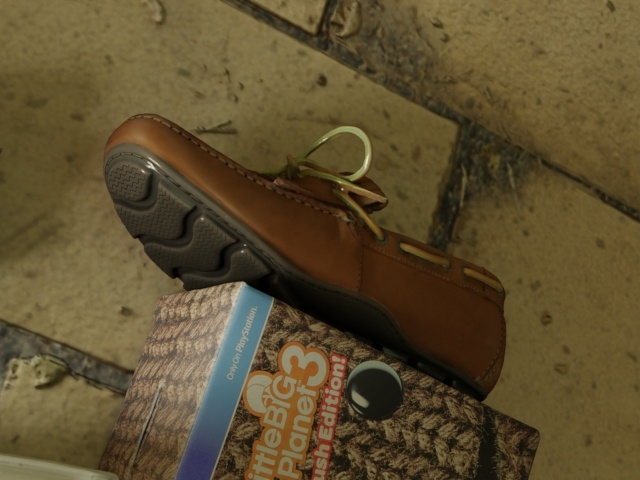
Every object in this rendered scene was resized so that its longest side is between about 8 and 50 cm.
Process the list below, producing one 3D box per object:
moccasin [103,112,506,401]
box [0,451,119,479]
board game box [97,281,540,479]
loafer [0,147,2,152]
[{"bbox_3d":[0.002,-0.001,1.152,0.380,0.139,0.147,26,65,-23],"label":"moccasin"},{"bbox_3d":[-0.231,0.179,0.906,0.113,0.275,0.094,16,76,-29],"label":"box"},{"bbox_3d":[-0.011,0.197,1.115,0.291,0.141,0.232,27,70,-26],"label":"board game box"},{"bbox_3d":[-0.258,-0.048,1.051,0.056,0.050,0.148,-3,85,-31],"label":"loafer"}]
